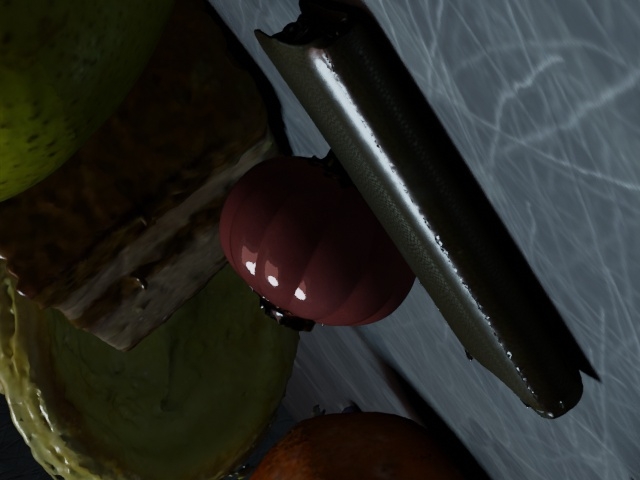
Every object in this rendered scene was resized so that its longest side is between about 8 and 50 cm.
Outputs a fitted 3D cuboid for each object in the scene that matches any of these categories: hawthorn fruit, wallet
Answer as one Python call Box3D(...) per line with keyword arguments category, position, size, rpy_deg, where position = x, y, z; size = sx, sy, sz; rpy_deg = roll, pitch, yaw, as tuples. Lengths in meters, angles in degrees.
Box3D(category="hawthorn fruit", position=(0.030, 0.226, 1.452), size=(0.211, 0.211, 0.299), rpy_deg=(60, -176, -41))
Box3D(category="wallet", position=(0.043, -0.016, 0.787), size=(0.198, 0.031, 0.110), rpy_deg=(56, 174, -19))

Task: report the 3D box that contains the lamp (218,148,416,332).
Box3D(category="lamp", position=(0.000, 0.000, 0.917), size=(0.107, 0.092, 0.107), rpy_deg=(23, -169, -5))

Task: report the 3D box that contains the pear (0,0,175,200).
Box3D(category="pear", position=(-0.196, -0.151, 0.786), size=(0.294, 0.294, 0.294), rpy_deg=(53, 174, 9))

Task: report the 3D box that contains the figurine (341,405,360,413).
Box3D(category="figurine", position=(0.038, 0.277, 2.028), size=(0.157, 0.126, 0.114), rpy_deg=(55, -143, 8))

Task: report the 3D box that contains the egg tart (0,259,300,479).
Box3D(category="egg tart", position=(-0.154, 0.061, 1.425), size=(0.120, 0.315, 0.315), rpy_deg=(-4, 128, 46))

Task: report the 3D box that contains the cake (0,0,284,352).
Box3D(category="cake", position=(-0.133, -0.053, 1.199), size=(0.196, 0.199, 0.293), rpy_deg=(47, 176, 18))
